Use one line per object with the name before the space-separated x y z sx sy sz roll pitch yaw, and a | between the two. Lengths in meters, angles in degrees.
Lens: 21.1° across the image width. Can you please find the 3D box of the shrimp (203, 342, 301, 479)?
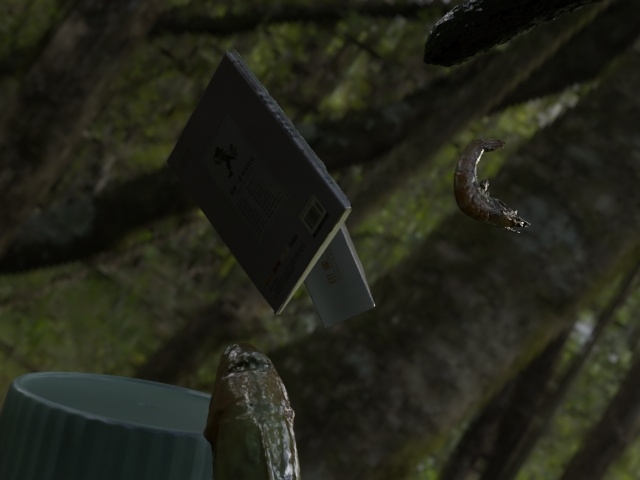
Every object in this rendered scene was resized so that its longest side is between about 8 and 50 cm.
shrimp | -0.045 0.185 1.135 0.061 0.267 0.145 1 -51 -17

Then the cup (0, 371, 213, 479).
cup | -0.160 0.349 1.647 0.401 0.392 0.310 9 4 -25

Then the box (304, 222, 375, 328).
box | 0.000 0.000 1.914 0.233 0.067 0.149 -99 168 -82

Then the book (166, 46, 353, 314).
book | -0.052 -0.047 1.375 0.014 0.127 0.181 -8 51 -43

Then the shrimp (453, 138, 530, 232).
shrimp | 0.165 -0.052 1.611 0.023 0.083 0.114 -2 -22 45

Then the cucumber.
cucumber | 0.201 -0.234 1.687 0.245 0.067 0.067 -19 -45 30
